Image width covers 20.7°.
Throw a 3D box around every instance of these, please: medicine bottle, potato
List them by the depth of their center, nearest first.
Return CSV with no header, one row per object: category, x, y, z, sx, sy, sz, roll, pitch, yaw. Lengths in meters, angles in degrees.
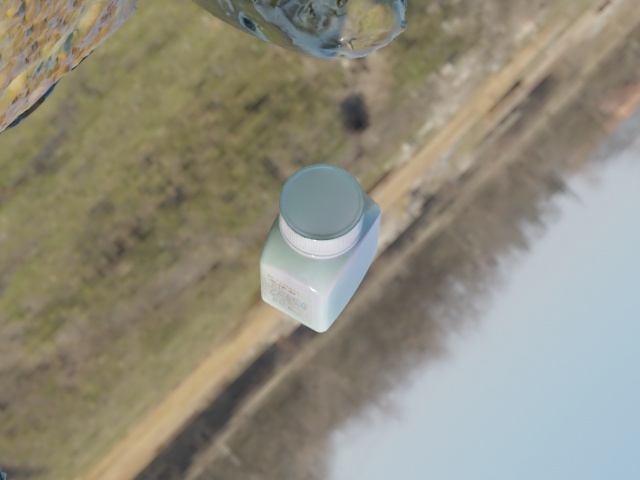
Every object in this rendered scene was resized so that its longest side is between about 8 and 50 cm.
potato,-0.051,-0.213,1.081,0.191,0.296,0.141,7,122,-53
medicine bottle,0.000,0.000,1.089,0.074,0.055,0.118,-56,169,-19

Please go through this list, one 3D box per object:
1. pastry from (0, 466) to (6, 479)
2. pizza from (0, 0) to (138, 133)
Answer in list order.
pastry,-0.169,0.258,0.966,0.236,0.120,0.257,131,-32,-73
pizza,-0.144,-0.166,0.741,0.406,0.130,0.440,-56,179,28
